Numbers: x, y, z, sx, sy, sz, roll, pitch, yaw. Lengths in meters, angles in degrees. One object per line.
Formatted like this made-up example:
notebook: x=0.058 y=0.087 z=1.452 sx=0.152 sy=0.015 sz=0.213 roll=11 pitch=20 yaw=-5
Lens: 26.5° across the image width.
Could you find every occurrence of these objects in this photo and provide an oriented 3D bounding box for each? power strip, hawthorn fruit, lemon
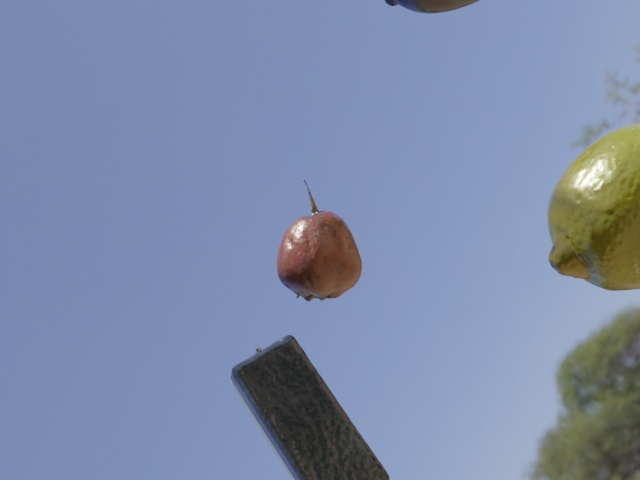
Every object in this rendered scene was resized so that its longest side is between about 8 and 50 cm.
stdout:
power strip: x=-0.019 y=0.249 z=1.819 sx=0.105 sy=0.256 sz=0.070 roll=-29 pitch=-18 yaw=-18
hawthorn fruit: x=0.002 y=0.014 z=2.218 sx=0.149 sy=0.149 sz=0.189 roll=-20 pitch=-56 yaw=-62
lemon: x=0.370 y=-0.041 z=1.586 sx=0.248 sy=0.184 sz=0.184 roll=-45 pitch=-21 yaw=-7

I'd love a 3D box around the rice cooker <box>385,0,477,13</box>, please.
rice cooker: x=0.197 y=-0.529 z=2.353 sx=0.267 sy=0.267 sz=0.224 roll=-45 pitch=-28 yaw=-37
